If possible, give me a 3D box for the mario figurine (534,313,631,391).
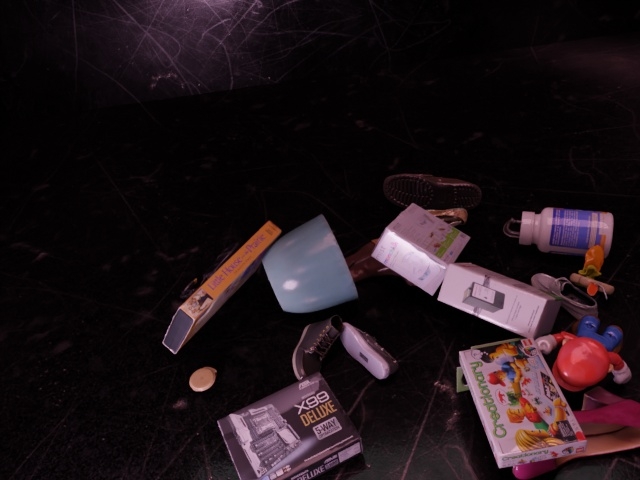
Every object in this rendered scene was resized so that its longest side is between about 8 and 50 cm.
[{"bbox_3d":[0.680,0.307,1.484,0.198,0.170,0.320,-11,4,39],"label":"mario figurine"}]

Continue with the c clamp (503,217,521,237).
[{"bbox_3d":[0.732,-0.048,2.018,0.161,0.022,0.137,6,47,16],"label":"c clamp"}]

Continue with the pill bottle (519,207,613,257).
[{"bbox_3d":[0.801,-0.030,1.874,0.272,0.152,0.152,7,42,19],"label":"pill bottle"}]

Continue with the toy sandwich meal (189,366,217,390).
[{"bbox_3d":[-0.344,0.410,1.677,0.086,0.029,0.085,-5,44,5],"label":"toy sandwich meal"}]

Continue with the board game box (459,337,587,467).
[{"bbox_3d":[0.466,0.373,1.351,0.193,0.053,0.305,-12,37,2],"label":"board game box"}]

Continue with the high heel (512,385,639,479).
[{"bbox_3d":[0.624,0.471,1.320,0.377,0.127,0.181,-27,32,-25],"label":"high heel"}]

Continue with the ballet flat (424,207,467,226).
[{"bbox_3d":[0.433,-0.077,2.075,0.206,0.073,0.067,-7,54,9],"label":"ballet flat"}]

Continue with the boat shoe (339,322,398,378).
[{"bbox_3d":[0.142,0.312,1.664,0.076,0.080,0.228,-11,31,-33],"label":"boat shoe"}]

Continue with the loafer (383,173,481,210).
[{"bbox_3d":[0.422,-0.182,2.178,0.366,0.133,0.130,10,17,8],"label":"loafer"}]

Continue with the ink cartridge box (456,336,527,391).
[{"bbox_3d":[0.461,0.335,1.540,0.209,0.109,0.062,-11,39,-1],"label":"ink cartridge box"}]

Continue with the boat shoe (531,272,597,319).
[{"bbox_3d":[0.739,0.153,1.723,0.079,0.081,0.227,-27,43,-20],"label":"boat shoe"}]

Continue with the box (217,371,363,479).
[{"bbox_3d":[-0.081,0.505,1.470,0.307,0.076,0.242,-22,41,-15],"label":"box"}]

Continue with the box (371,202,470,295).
[{"bbox_3d":[0.325,0.016,1.822,0.231,0.126,0.262,32,32,12],"label":"box"}]

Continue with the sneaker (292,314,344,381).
[{"bbox_3d":[-0.006,0.307,1.648,0.118,0.083,0.222,-34,26,32],"label":"sneaker"}]

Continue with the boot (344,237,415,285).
[{"bbox_3d":[0.196,0.103,1.916,0.207,0.090,0.248,-28,45,-2],"label":"boot"}]

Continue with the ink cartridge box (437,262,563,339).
[{"bbox_3d":[0.518,0.168,1.648,0.289,0.121,0.211,23,10,34],"label":"ink cartridge box"}]

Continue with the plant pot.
[{"bbox_3d":[-0.045,0.096,1.806,0.235,0.293,0.293,-23,41,-3],"label":"plant pot"}]

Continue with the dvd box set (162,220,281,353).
[{"bbox_3d":[-0.308,0.146,1.791,0.062,0.307,0.420,41,54,2],"label":"dvd box set"}]

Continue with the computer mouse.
[{"bbox_3d":[-0.373,0.121,1.978,0.184,0.060,0.262,-23,25,45],"label":"computer mouse"}]

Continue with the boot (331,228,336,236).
[{"bbox_3d":[0.000,0.000,2.089,0.121,0.045,0.099,4,44,15],"label":"boot"}]

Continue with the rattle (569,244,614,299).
[{"bbox_3d":[0.821,0.093,1.679,0.130,0.200,0.142,39,101,24],"label":"rattle"}]
